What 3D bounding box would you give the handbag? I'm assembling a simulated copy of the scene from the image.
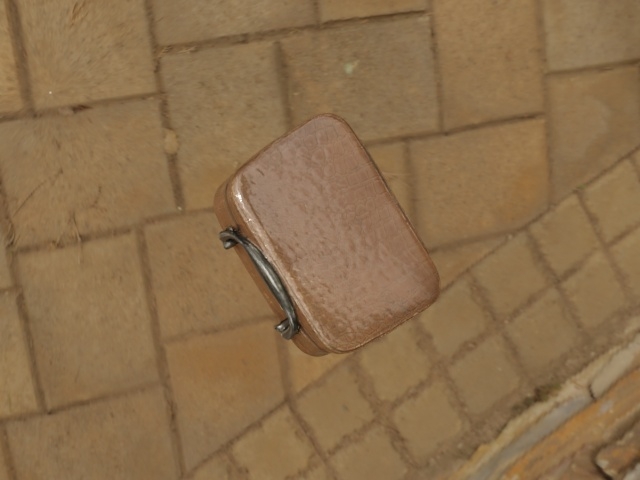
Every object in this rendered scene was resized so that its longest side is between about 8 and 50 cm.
[{"bbox_3d":[0.000,0.000,0.775,0.151,0.072,0.193,-30,93,-24],"label":"handbag"}]
